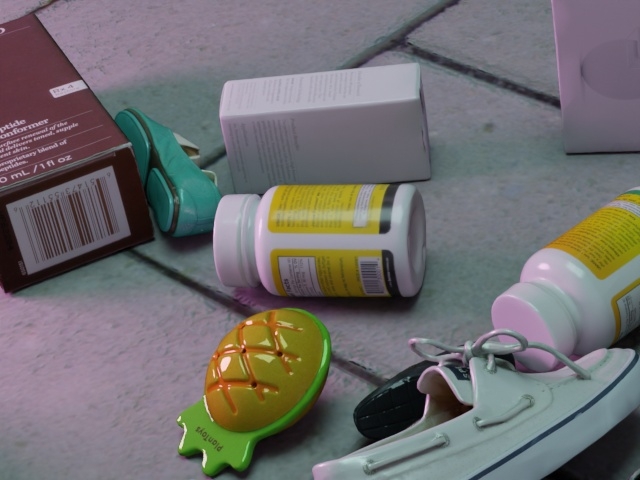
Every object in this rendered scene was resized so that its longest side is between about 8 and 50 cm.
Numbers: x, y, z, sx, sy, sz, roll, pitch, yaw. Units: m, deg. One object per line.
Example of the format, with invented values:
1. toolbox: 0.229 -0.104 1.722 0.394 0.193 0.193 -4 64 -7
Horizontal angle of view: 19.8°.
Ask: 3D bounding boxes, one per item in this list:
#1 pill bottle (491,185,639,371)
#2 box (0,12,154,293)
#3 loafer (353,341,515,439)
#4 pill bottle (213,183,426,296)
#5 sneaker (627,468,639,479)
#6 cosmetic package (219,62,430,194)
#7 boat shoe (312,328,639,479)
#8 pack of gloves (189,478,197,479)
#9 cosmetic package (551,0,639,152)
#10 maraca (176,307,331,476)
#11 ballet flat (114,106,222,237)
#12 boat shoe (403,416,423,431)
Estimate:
1. pill bottle: 0.272 0.042 1.808 0.208 0.117 0.117 -33 41 -28
2. box: -0.352 -0.113 2.164 0.191 0.143 0.381 -22 35 -15
3. loafer: 0.104 0.144 1.768 0.170 0.062 0.061 -19 14 -18
4. pill bottle: 0.000 0.000 1.931 0.208 0.119 0.119 0 37 14
5. sneaker: 0.188 0.257 1.407 0.448 0.257 0.169 -1 36 13
6. cosmetic package: 0.007 -0.127 2.110 0.231 0.117 0.085 -5 37 6
7. boat shoe: 0.135 0.146 1.619 0.367 0.156 0.136 -27 -2 -30
8. pack of gloves: -0.090 0.267 1.590 0.232 0.046 0.195 19 25 30
9. cosmetic package: 0.384 -0.226 2.059 0.225 0.224 0.138 1 37 15
10. maraca: -0.064 0.144 1.773 0.185 0.099 0.127 -51 44 -9
11. ballet flat: -0.171 -0.076 2.131 0.087 0.083 0.247 2 29 -26
12. boat shoe: 0.136 0.169 1.724 0.152 0.056 0.049 -16 29 -24
